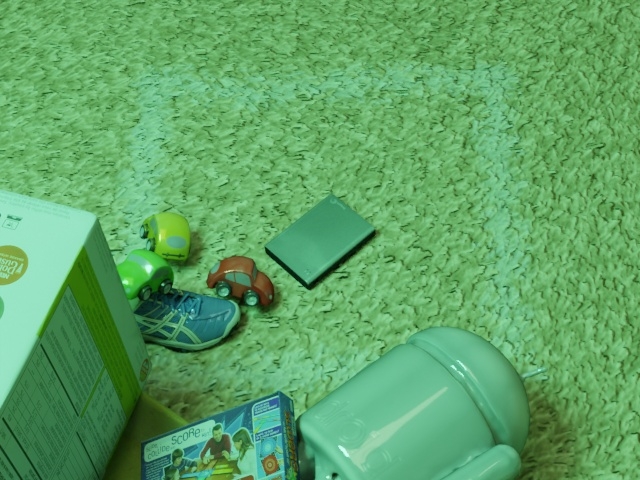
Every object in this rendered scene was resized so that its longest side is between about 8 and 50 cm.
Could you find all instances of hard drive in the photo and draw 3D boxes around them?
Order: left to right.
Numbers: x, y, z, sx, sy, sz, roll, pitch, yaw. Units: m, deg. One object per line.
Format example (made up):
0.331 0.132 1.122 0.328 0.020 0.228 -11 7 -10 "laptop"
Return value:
0.000 0.000 1.741 0.135 0.022 0.094 -39 61 -21 "hard drive"

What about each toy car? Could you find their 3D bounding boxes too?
-0.199 0.030 1.644 0.239 0.053 0.225 30 25 24 "toy car"

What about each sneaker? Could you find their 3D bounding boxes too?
-0.215 0.100 1.649 0.211 0.081 0.080 -1 53 0 "sneaker"

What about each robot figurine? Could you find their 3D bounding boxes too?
0.109 0.238 1.456 0.353 0.200 0.300 -34 34 -19 "robot figurine"

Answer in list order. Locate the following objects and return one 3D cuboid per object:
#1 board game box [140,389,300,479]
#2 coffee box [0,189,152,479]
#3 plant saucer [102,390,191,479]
-0.119 0.270 1.402 0.201 0.035 0.136 -22 52 22 "board game box"
-0.432 0.158 1.370 0.337 0.338 0.334 13 57 13 "coffee box"
-0.343 0.314 1.509 0.332 0.081 0.333 31 62 22 "plant saucer"
